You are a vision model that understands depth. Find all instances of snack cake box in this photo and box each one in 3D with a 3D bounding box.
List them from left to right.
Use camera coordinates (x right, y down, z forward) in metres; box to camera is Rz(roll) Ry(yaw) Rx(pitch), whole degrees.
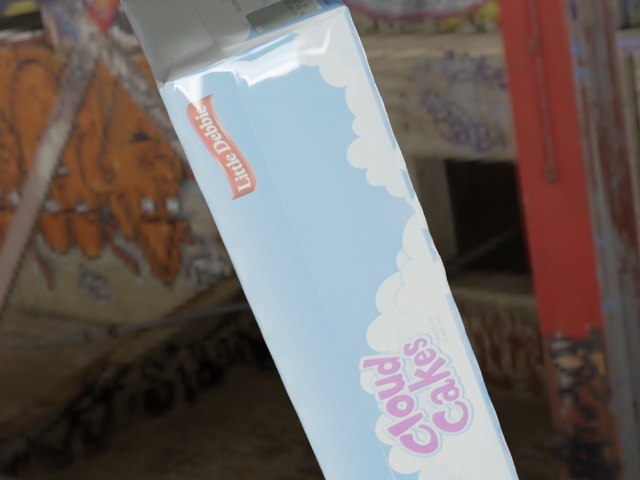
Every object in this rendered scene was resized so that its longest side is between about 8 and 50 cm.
[{"bbox_3d":[0.000,0.000,0.786,0.089,0.264,0.152,-24,-153,-4],"label":"snack cake box"}]
